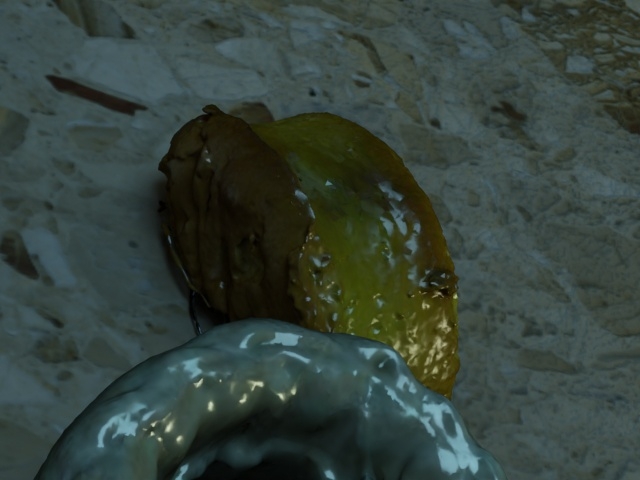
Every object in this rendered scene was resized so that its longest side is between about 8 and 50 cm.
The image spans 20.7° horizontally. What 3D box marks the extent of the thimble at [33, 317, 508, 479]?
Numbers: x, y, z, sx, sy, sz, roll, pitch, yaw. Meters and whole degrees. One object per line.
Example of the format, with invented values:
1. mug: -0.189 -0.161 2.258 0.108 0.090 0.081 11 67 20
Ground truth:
1. thimble: -0.034 0.201 0.985 0.291 0.195 0.291 14 52 -19

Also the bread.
1. bread: 0.000 0.004 1.206 0.160 0.147 0.260 -9 58 -30
